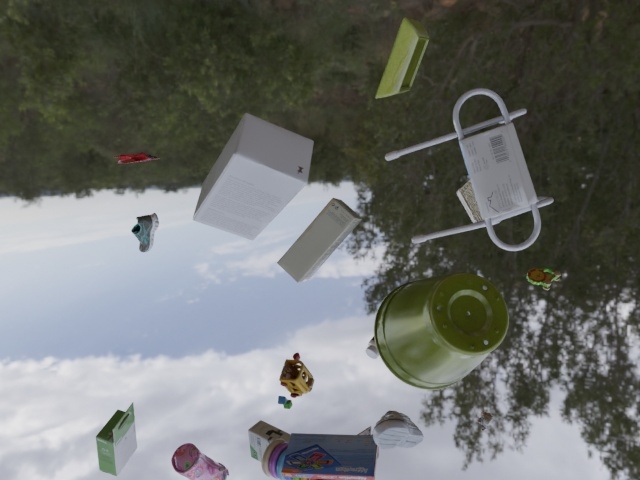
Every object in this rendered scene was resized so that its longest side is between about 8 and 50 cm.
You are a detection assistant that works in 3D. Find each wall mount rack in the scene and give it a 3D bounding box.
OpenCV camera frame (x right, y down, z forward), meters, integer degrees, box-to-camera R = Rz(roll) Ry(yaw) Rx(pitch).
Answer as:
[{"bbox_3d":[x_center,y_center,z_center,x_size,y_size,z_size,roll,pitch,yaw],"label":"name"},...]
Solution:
[{"bbox_3d":[0.321,-0.134,1.200,0.304,0.349,0.130,-18,-175,4],"label":"wall mount rack"}]

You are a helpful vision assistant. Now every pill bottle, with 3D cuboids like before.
[{"bbox_3d":[0.279,0.480,2.592,0.086,0.086,0.152,5,-140,44],"label":"pill bottle"}]

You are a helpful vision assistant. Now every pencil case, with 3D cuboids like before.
[{"bbox_3d":[-0.474,0.905,2.199,0.124,0.284,0.124,-13,-131,15],"label":"pencil case"}]

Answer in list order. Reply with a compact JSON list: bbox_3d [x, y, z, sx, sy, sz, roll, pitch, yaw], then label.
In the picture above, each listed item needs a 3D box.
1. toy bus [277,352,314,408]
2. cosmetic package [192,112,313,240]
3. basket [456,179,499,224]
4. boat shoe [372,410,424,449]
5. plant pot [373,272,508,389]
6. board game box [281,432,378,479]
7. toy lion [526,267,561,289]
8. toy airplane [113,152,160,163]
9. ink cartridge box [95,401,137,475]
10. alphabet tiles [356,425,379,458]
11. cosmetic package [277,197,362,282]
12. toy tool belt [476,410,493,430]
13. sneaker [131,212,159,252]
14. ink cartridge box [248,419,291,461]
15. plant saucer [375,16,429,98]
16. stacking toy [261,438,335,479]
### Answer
[{"bbox_3d":[-0.078,0.552,2.168,0.105,0.190,0.202,-2,-175,26],"label":"toy bus"},{"bbox_3d":[-0.225,-0.182,1.753,0.230,0.161,0.453,20,150,-21],"label":"cosmetic package"},{"bbox_3d":[0.588,-0.146,1.984,0.113,0.167,0.103,-13,154,-24],"label":"basket"},{"bbox_3d":[0.172,0.448,1.322,0.083,0.075,0.226,-38,143,6],"label":"boat shoe"},{"bbox_3d":[0.388,0.257,1.691,0.367,0.366,0.353,-4,162,-12],"label":"plant pot"},{"bbox_3d":[0.032,0.658,1.684,0.282,0.027,0.145,-3,-149,14],"label":"board game box"},{"bbox_3d":[0.814,0.131,2.028,0.100,0.034,0.096,-34,-130,-25],"label":"toy lion"},{"bbox_3d":[-0.570,-0.255,1.698,0.151,0.028,0.151,-5,-168,1],"label":"toy airplane"},{"bbox_3d":[-0.597,0.574,1.617,0.062,0.209,0.109,15,-148,10],"label":"ink cartridge box"},{"bbox_3d":[0.181,0.855,2.219,0.009,0.198,0.237,2,-179,31],"label":"alphabet tiles"},{"bbox_3d":[0.000,0.000,1.985,0.113,0.309,0.160,44,-171,10],"label":"cosmetic package"},{"bbox_3d":[0.619,0.681,2.099,0.052,0.083,0.051,-31,-122,-33],"label":"toy tool belt"},{"bbox_3d":[-0.590,-0.026,1.827,0.076,0.166,0.065,-4,-135,-36],"label":"sneaker"},{"bbox_3d":[-0.201,0.884,2.360,0.209,0.152,0.087,13,-155,36],"label":"ink cartridge box"},{"bbox_3d":[0.206,-0.430,1.328,0.045,0.188,0.188,25,-156,12],"label":"plant saucer"},{"bbox_3d":[-0.052,0.825,1.986,0.330,0.141,0.141,3,-170,39],"label":"stacking toy"}]
